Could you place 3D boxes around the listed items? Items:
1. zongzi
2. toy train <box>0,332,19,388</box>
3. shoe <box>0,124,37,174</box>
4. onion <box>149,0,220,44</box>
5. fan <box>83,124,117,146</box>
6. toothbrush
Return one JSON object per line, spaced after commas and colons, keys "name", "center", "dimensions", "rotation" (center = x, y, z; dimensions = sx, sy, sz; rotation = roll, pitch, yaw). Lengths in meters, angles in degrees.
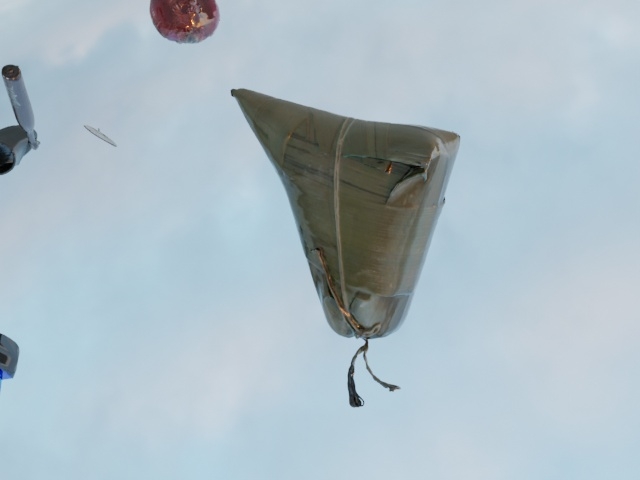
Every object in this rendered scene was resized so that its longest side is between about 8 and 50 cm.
{"name": "zongzi", "center": [0.000, 0.000, 1.409], "dimensions": [0.418, 0.447, 0.181], "rotation": [20, -163, 21]}
{"name": "toy train", "center": [-0.729, 0.305, 1.868], "dimensions": [0.131, 0.083, 0.204], "rotation": [-9, -122, 8]}
{"name": "shoe", "center": [-0.766, -0.197, 2.066], "dimensions": [0.093, 0.108, 0.241], "rotation": [43, -144, 20]}
{"name": "onion", "center": [-0.273, -0.488, 1.800], "dimensions": [0.150, 0.150, 0.140], "rotation": [-46, 180, -30]}
{"name": "fan", "center": [-0.363, -0.176, 1.414], "dimensions": [0.080, 0.060, 0.003], "rotation": [39, -83, 38]}
{"name": "toothbrush", "center": [-0.619, -0.266, 1.824], "dimensions": [0.041, 0.041, 0.364], "rotation": [-38, 172, -19]}
